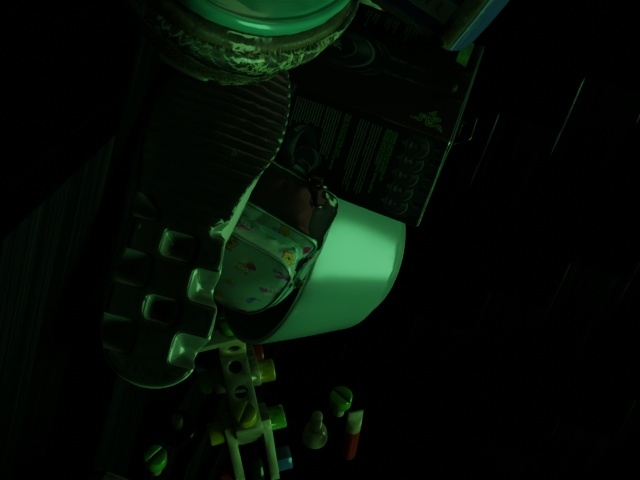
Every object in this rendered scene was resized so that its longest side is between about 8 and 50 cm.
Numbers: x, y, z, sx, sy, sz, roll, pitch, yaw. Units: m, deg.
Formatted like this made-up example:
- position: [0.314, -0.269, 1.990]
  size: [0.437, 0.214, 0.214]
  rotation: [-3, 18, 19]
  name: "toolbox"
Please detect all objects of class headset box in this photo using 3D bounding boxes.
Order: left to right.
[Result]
- position: [0.047, -0.169, 1.365]
  size: [0.246, 0.283, 0.131]
  rotation: [-64, 174, -51]
  name: "headset box"

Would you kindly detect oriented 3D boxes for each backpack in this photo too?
- position: [-0.084, -0.001, 1.303]
  size: [0.144, 0.166, 0.188]
  rotation: [-64, -177, -31]
  name: "backpack"

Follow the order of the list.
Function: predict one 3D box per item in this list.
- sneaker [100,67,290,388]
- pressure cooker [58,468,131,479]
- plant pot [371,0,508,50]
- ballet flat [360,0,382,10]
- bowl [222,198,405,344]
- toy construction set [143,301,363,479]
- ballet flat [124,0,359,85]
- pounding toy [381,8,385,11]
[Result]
- position: [-0.129, -0.033, 1.032]
  size: [0.330, 0.122, 0.146]
  rotation: [-70, -166, -9]
  name: "sneaker"
- position: [-0.113, 0.440, 1.072]
  size: [0.375, 0.420, 0.370]
  rotation: [-74, -172, -49]
  name: "pressure cooker"
- position: [0.154, -0.369, 1.312]
  size: [0.212, 0.236, 0.236]
  rotation: [-58, -176, -17]
  name: "plant pot"
- position: [0.039, -0.321, 1.542]
  size: [0.232, 0.080, 0.073]
  rotation: [-122, -151, -48]
  name: "ballet flat"
- position: [0.000, 0.000, 1.524]
  size: [0.311, 0.163, 0.311]
  rotation: [-37, -134, 51]
  name: "bowl"
- position: [-0.085, 0.222, 1.684]
  size: [0.237, 0.309, 0.257]
  rotation: [98, 5, -53]
  name: "toy construction set"
- position: [-0.046, -0.227, 0.877]
  size: [0.182, 0.164, 0.483]
  rotation: [-45, -165, 41]
  name: "ballet flat"
- position: [0.070, -0.400, 1.888]
  size: [0.206, 0.094, 0.181]
  rotation: [-49, 159, -79]
  name: "pounding toy"
